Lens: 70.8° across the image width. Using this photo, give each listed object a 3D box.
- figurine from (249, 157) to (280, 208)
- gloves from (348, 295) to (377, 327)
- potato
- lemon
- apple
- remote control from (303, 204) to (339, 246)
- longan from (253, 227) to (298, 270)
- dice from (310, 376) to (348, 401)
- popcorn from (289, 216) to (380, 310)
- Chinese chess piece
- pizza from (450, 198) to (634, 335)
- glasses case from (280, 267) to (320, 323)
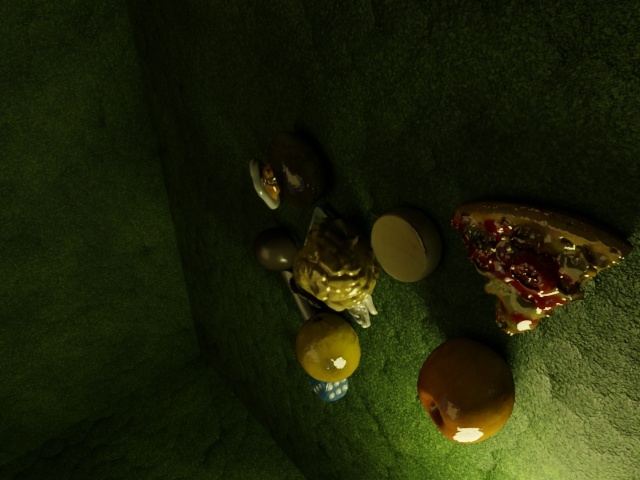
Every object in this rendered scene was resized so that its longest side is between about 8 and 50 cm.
[{"bbox_3d":[-0.192,-0.261,1.958,0.141,0.167,0.250,-13,132,21],"label":"figurine"},{"bbox_3d":[0.154,0.241,1.804,0.119,0.097,0.229,-14,93,11],"label":"gloves"},{"bbox_3d":[-0.090,-0.272,1.721,0.307,0.173,0.210,61,149,0],"label":"potato"},{"bbox_3d":[0.032,0.464,1.950,0.297,0.297,0.297,33,136,39],"label":"lemon"},{"bbox_3d":[0.441,0.465,1.398,0.299,0.275,0.299,40,146,36],"label":"apple"},{"bbox_3d":[0.000,0.000,1.875,0.128,0.065,0.335,46,143,22],"label":"remote control"},{"bbox_3d":[-0.209,0.041,2.078,0.220,0.196,0.197,41,141,27],"label":"longan"},{"bbox_3d":[0.043,0.688,2.210,0.146,0.143,0.146,19,127,52],"label":"dice"},{"bbox_3d":[0.032,0.097,1.628,0.381,0.349,0.349,-31,85,30],"label":"popcorn"},{"bbox_3d":[0.279,0.012,1.471,0.251,0.097,0.251,32,134,40],"label":"Chinese chess piece"},{"bbox_3d":[0.526,0.099,1.163,0.440,0.130,0.406,21,125,47],"label":"pizza"},{"bbox_3d":[-0.075,0.261,2.118,0.083,0.128,0.308,-25,90,32],"label":"glasses case"}]
